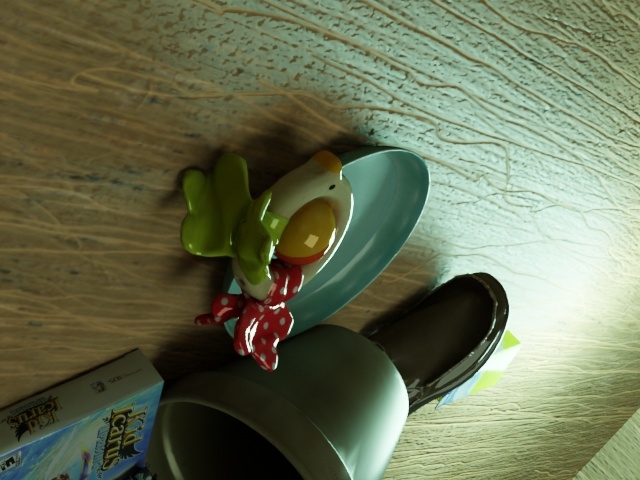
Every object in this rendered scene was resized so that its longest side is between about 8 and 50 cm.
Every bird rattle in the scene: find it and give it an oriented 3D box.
[{"bbox_3d":[-0.039,0.014,1.413,0.207,0.143,0.253,-39,141,-20],"label":"bird rattle"}]

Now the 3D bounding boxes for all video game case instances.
[{"bbox_3d":[-0.317,0.274,1.560,0.244,0.061,0.269,-24,148,-35],"label":"video game case"}]

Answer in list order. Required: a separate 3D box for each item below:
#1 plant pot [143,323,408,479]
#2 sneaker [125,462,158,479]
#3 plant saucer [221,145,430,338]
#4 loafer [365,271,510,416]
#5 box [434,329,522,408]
[{"bbox_3d":[-0.035,0.256,1.698,0.280,0.323,0.323,-41,159,-42],"label":"plant pot"},{"bbox_3d":[-0.232,0.300,1.612,0.069,0.038,0.098,-52,164,11],"label":"sneaker"},{"bbox_3d":[0.000,0.000,1.609,0.318,0.043,0.317,-33,151,-20],"label":"plant saucer"},{"bbox_3d":[0.130,0.181,1.954,0.366,0.134,0.130,-43,154,0],"label":"loafer"},{"bbox_3d":[0.268,0.227,2.316,0.178,0.042,0.109,-14,141,-44],"label":"box"}]
